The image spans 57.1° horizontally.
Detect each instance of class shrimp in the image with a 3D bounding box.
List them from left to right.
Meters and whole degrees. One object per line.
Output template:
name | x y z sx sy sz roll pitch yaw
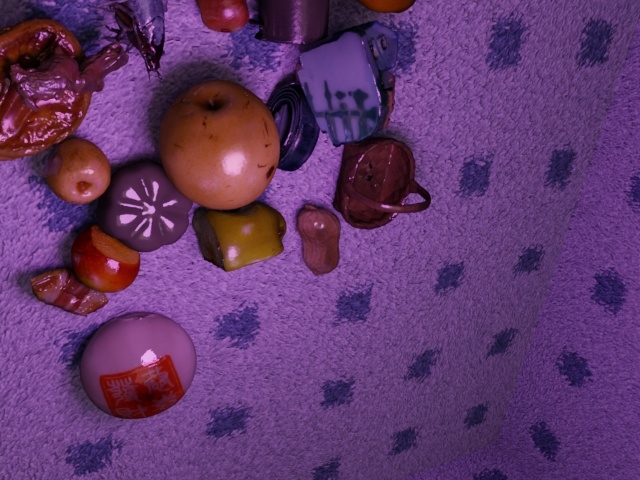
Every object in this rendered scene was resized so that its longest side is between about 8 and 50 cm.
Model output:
shrimp | -0.457 -0.601 1.436 0.221 0.166 0.411 -34 141 -45

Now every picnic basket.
picnic basket | 0.217 -0.172 1.990 0.292 0.337 0.337 -6 120 -29

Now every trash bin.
trash bin | -0.067 -0.699 1.576 0.252 0.203 0.302 -8 121 -20

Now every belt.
belt | -0.091 -0.342 1.772 0.116 0.206 0.268 12 100 -42

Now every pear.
pear | -0.643 -0.188 1.557 0.178 0.178 0.178 -15 124 -23
pear | -0.275 -0.261 1.620 0.348 0.348 0.349 -15 124 -23
pear | -0.232 -0.032 1.844 0.281 0.286 0.177 -13 104 -25

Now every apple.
apple | -0.261 -0.622 1.549 0.130 0.146 0.146 -13 126 3

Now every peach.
peach | -0.618 0.052 1.703 0.190 0.190 0.193 -9 117 -27

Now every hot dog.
hot dog | -0.750 0.144 1.735 0.123 0.093 0.261 -50 146 -7

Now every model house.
model house | 0.135 -0.479 1.711 0.329 0.251 0.295 -45 118 -45

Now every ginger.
ginger | -0.580 -0.394 1.380 0.290 0.084 0.122 -36 119 -44

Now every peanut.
peanut | 0.007 -0.007 2.074 0.159 0.143 0.291 -31 134 -23

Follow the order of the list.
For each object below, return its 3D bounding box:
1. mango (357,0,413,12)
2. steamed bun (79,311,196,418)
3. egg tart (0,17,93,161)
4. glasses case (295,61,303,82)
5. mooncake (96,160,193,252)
mango | 0.190 -0.765 1.647 0.378 0.221 0.264 -9 96 -69
steamed bun | -0.578 0.427 1.913 0.374 0.241 0.375 -17 128 -23
egg tart | -0.709 -0.362 1.403 0.339 0.153 0.352 -25 142 -51
glasses case | 0.017 -0.528 1.828 0.196 0.050 0.083 -15 121 -24
mooncake | -0.497 -0.096 1.689 0.274 0.135 0.275 -11 108 -35
